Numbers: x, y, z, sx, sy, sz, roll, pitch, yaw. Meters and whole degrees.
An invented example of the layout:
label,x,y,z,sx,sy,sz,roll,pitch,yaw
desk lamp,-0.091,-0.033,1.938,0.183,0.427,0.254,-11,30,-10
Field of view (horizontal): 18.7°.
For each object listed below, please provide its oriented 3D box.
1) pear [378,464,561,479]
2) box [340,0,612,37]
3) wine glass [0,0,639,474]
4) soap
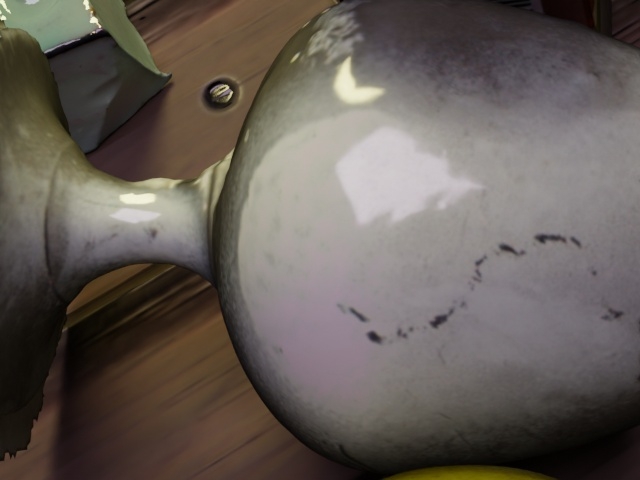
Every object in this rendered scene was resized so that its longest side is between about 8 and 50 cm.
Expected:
label,x,y,z,sx,sy,sz,roll,pitch,yaw
pear,0.065,0.182,0.824,0.198,0.198,0.198,-6,62,11
box,0.069,-0.307,0.978,0.122,0.344,0.385,-3,63,14
wine glass,0.000,0.000,0.909,0.323,0.238,0.238,3,64,12
soap,-0.217,-0.099,1.090,0.230,0.091,0.145,-28,61,0
